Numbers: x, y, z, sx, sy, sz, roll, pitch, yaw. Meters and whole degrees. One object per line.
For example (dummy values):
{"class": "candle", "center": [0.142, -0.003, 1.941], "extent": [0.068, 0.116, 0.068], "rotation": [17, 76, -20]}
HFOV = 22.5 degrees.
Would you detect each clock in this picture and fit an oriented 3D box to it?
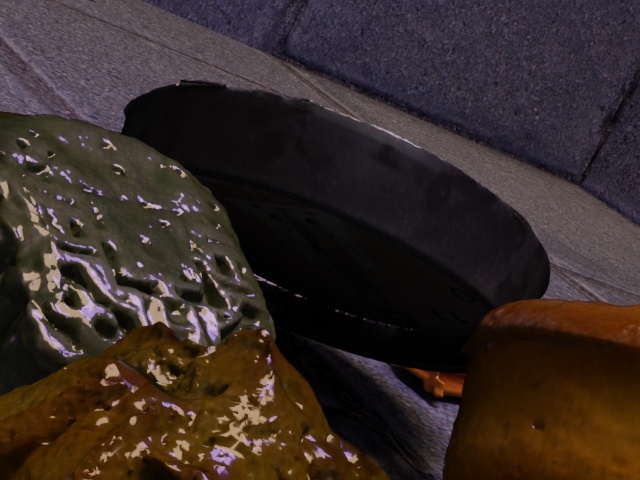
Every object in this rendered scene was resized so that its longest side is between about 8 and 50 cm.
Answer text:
{"class": "clock", "center": [0.000, 0.000, 1.347], "extent": [0.386, 0.076, 0.386], "rotation": [21, -18, 7]}

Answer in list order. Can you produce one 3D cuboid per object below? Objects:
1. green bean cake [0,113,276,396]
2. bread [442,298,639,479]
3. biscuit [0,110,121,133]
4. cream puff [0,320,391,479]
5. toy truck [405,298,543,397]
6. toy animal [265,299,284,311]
{"class": "green bean cake", "center": [-0.148, 0.032, 1.026], "extent": [0.223, 0.125, 0.227], "rotation": [12, 40, -41]}
{"class": "bread", "center": [0.181, 0.144, 1.169], "extent": [0.179, 0.194, 0.340], "rotation": [14, -11, -1]}
{"class": "biscuit", "center": [-0.268, -0.103, 1.694], "extent": [0.099, 0.038, 0.322], "rotation": [30, 12, 24]}
{"class": "cream puff", "center": [-0.071, 0.144, 0.781], "extent": [0.244, 0.196, 0.244], "rotation": [50, -8, 9]}
{"class": "toy truck", "center": [0.183, 0.106, 1.639], "extent": [0.135, 0.114, 0.270], "rotation": [33, 12, 39]}
{"class": "toy animal", "center": [-0.133, 0.024, 1.328], "extent": [0.220, 0.086, 0.069], "rotation": [22, 18, -12]}
